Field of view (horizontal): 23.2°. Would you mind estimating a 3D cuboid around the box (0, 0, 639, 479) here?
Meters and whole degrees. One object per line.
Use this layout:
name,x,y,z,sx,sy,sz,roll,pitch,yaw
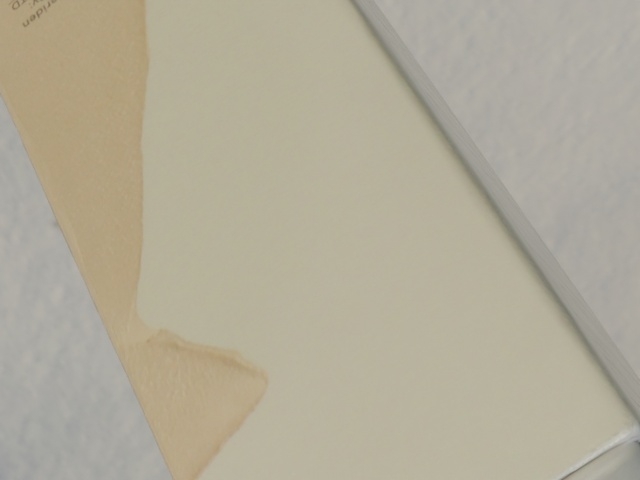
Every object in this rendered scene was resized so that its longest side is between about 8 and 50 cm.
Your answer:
box,0.000,0.000,0.524,0.121,0.311,0.148,-36,143,8
